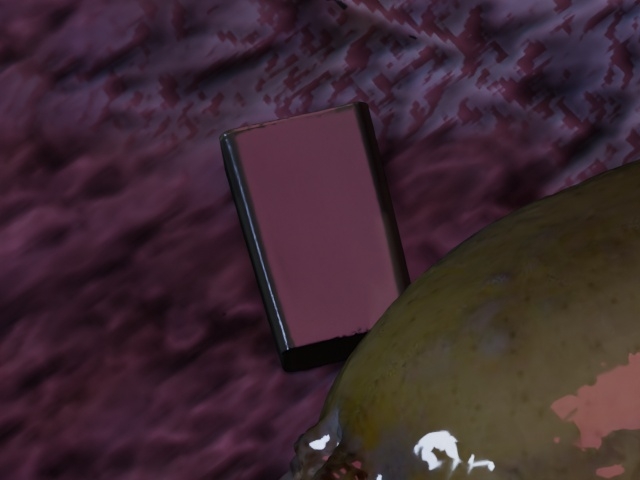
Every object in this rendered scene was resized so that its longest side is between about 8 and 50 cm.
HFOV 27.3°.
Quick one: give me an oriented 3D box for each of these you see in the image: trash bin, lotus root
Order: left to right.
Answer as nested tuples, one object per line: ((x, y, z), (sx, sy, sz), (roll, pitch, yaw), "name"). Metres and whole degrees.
((0.000, 0.000, 0.519), (0.061, 0.043, 0.092), (-13, 72, -5), "trash bin")
((0.116, 0.046, 0.427), (0.343, 0.169, 0.151), (-17, 94, -9), "lotus root")
